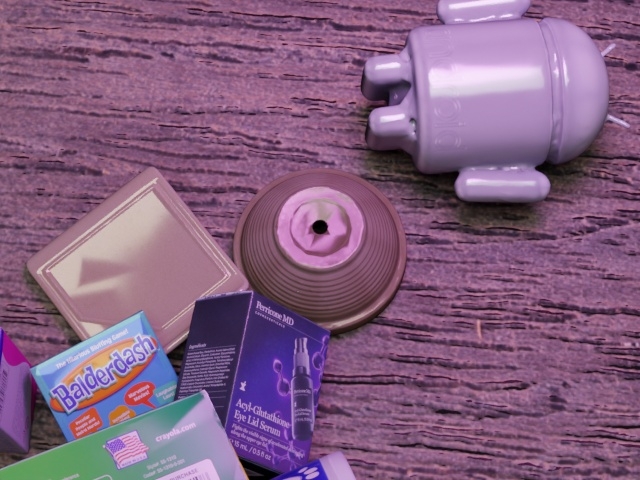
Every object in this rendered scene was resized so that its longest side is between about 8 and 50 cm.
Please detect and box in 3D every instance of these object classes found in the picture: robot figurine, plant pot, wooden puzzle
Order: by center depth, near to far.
[{"bbox_3d":[0.000,0.000,1.712,0.237,0.110,0.237,0,69,-1],"label":"plant pot"},{"bbox_3d":[-0.245,0.048,1.724,0.221,0.044,0.238,-38,70,-6],"label":"wooden puzzle"},{"bbox_3d":[0.234,-0.194,1.736,0.353,0.200,0.300,-5,85,-2],"label":"robot figurine"}]

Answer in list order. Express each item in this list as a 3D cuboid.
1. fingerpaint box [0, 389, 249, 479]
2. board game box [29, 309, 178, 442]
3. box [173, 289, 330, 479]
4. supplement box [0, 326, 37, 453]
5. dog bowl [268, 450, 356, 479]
[{"bbox_3d":[-0.310,0.366,1.391,0.445,0.371,0.163,-20,67,-19],"label":"fingerpaint box"},{"bbox_3d":[-0.247,0.216,1.627,0.160,0.047,0.210,-28,92,-9],"label":"board game box"},{"bbox_3d":[-0.089,0.185,1.603,0.108,0.153,0.207,-10,62,42],"label":"box"},{"bbox_3d":[-0.426,0.186,1.582,0.114,0.220,0.111,2,69,2],"label":"supplement box"},{"bbox_3d":[0.024,0.385,1.488,0.104,0.265,0.265,-21,71,-6],"label":"dog bowl"}]
